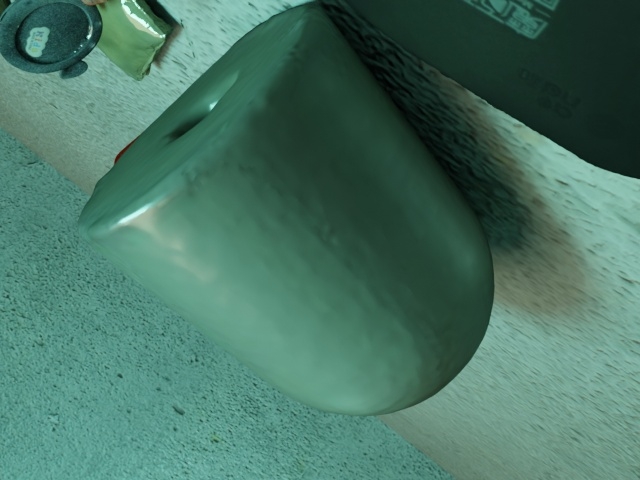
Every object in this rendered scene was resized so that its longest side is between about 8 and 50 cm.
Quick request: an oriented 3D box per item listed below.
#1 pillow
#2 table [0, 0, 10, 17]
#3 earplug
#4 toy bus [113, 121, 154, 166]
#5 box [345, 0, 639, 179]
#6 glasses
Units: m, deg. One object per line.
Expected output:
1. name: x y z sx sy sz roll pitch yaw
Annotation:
1. pillow: -0.277 -0.299 0.924 0.119 0.053 0.208 42 159 -16
2. table: -0.763 -0.462 1.184 0.317 0.249 0.317 35 163 13
3. earplug: 0.000 0.000 0.699 0.394 0.313 0.312 45 162 -26
4. toy bus: -0.321 -0.132 1.190 0.089 0.195 0.081 43 163 1
5. box: 0.128 -0.182 0.356 0.290 0.073 0.289 36 162 12
6. glasses: -0.298 -0.331 0.680 0.268 0.234 0.118 48 -157 23
